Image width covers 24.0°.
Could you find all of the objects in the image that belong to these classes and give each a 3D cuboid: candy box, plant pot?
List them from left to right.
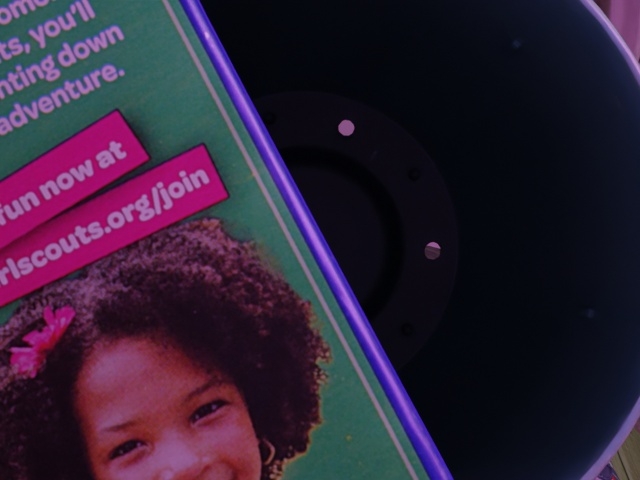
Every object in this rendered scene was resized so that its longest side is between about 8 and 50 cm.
[{"bbox_3d":[-0.097,-0.027,0.467,0.317,0.122,0.268,61,-10,-2],"label":"candy box"},{"bbox_3d":[0.000,0.000,0.735,0.293,0.293,0.235,51,-3,-2],"label":"plant pot"}]

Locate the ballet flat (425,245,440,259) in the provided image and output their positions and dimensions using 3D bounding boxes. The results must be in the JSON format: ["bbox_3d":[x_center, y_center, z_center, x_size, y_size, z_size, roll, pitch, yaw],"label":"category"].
[{"bbox_3d":[0.118,0.053,1.083,0.084,0.058,0.250,36,8,30],"label":"ballet flat"}]

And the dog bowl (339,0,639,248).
[{"bbox_3d":[0.046,-0.111,1.058,0.150,0.408,0.408,36,-1,36],"label":"dog bowl"}]

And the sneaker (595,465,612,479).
[{"bbox_3d":[0.109,0.148,1.025,0.153,0.099,0.282,45,13,11],"label":"sneaker"}]

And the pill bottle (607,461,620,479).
[{"bbox_3d":[0.212,0.221,1.349,0.108,0.108,0.180,49,10,-15],"label":"pill bottle"}]
